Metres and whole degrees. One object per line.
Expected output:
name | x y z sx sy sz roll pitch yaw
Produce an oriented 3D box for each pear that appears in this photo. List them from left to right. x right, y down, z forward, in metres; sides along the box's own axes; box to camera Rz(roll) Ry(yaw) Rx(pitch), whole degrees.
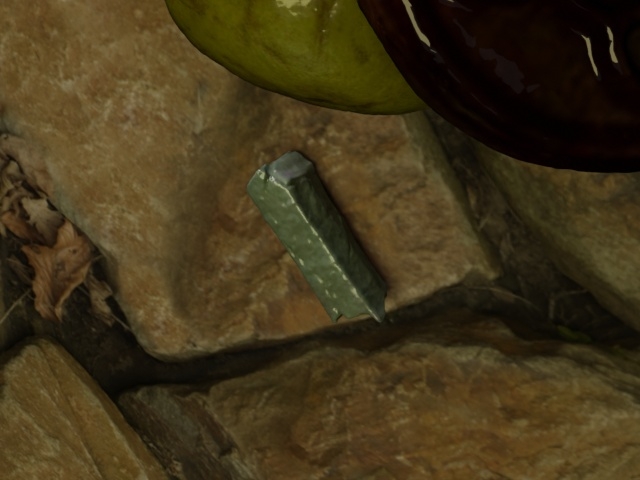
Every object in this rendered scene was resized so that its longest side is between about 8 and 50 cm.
pear | 0.001 -0.236 0.912 0.321 0.269 0.269 34 131 -19

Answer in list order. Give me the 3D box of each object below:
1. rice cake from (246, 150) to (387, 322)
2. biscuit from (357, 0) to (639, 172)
rice cake | 0.000 -0.001 1.173 0.063 0.069 0.206 -27 103 35
biscuit | 0.216 -0.245 0.758 0.408 0.091 0.407 -1 97 -5
